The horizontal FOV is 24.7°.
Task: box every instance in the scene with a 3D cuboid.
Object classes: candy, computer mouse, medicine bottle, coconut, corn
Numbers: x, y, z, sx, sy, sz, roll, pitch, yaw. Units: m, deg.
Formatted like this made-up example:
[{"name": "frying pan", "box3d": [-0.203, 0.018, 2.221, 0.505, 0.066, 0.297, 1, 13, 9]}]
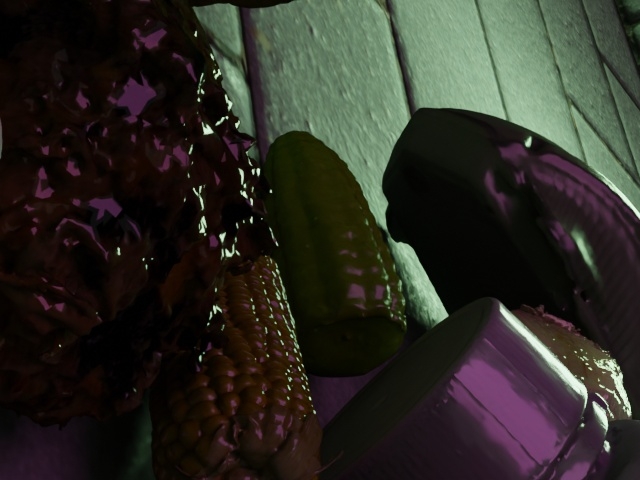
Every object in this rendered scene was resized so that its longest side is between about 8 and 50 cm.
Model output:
[{"name": "candy", "box3d": [0.000, 0.000, 1.074, 0.096, 0.096, 0.210, 39, 27, -47]}, {"name": "computer mouse", "box3d": [0.214, 0.042, 1.305, 0.145, 0.228, 0.429, -42, 113, -26]}, {"name": "medicine bottle", "box3d": [0.138, 0.210, 0.918, 0.302, 0.241, 0.241, 47, 24, -4]}, {"name": "coconut", "box3d": [0.149, 0.155, 1.123, 0.194, 0.194, 0.194, 48, 27, -35]}, {"name": "corn", "box3d": [-0.053, 0.071, 0.837, 0.091, 0.091, 0.260, 32, 19, -20]}]

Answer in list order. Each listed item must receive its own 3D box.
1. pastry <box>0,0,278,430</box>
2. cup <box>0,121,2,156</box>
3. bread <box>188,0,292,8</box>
[{"name": "pastry", "box3d": [-0.115, -0.044, 0.715, 0.275, 0.192, 0.275, 42, 33, -36]}, {"name": "cup", "box3d": [-0.248, -0.079, 0.429, 0.253, 0.253, 0.274, -91, 157, -46]}, {"name": "bread", "box3d": [-0.077, -0.240, 0.902, 0.314, 0.369, 0.192, -61, 158, -62]}]
